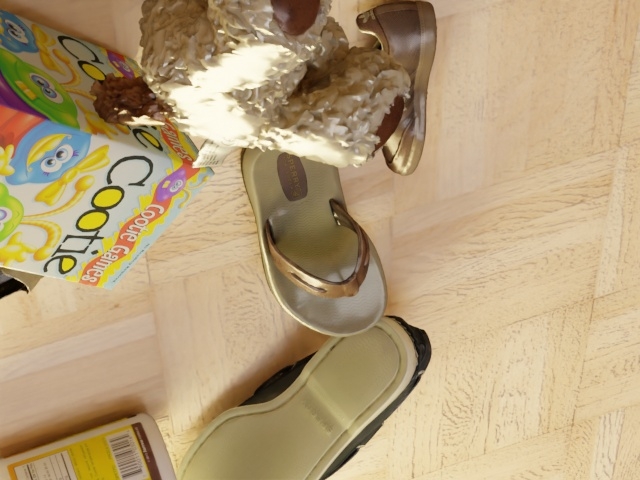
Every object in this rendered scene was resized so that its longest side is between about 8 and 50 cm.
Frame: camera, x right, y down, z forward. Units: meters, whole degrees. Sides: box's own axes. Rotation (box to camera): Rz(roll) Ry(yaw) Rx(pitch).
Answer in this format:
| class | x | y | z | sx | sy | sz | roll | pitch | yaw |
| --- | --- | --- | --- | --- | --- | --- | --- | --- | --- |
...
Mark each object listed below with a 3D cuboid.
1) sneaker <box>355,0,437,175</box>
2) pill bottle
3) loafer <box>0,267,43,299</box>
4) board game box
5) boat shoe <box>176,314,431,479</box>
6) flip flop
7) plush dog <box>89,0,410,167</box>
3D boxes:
| class | x | y | z | sx | sy | sz | roll | pitch | yaw |
| --- | --- | --- | --- | --- | --- | --- | --- | --- | --- |
| sneaker | 0.059 | -0.137 | 1.597 | 0.071 | 0.066 | 0.188 | -1 | 133 | -6 |
| pill bottle | -0.257 | 0.260 | 1.817 | 0.215 | 0.117 | 0.117 | -17 | 142 | -11 |
| loafer | -0.261 | 0.018 | 1.585 | 0.148 | 0.050 | 0.056 | -32 | 142 | 7 |
| board game box | -0.239 | -0.076 | 1.368 | 0.144 | 0.142 | 0.275 | -47 | 149 | 18 |
| boat shoe | -0.013 | 0.191 | 1.885 | 0.340 | 0.127 | 0.113 | -47 | 163 | 24 |
| flip flop | 0.000 | 0.000 | 1.674 | 0.112 | 0.080 | 0.277 | -25 | 135 | -9 |
| plush dog | -0.058 | -0.194 | 1.331 | 0.210 | 0.225 | 0.262 | -3 | 155 | 23 |
